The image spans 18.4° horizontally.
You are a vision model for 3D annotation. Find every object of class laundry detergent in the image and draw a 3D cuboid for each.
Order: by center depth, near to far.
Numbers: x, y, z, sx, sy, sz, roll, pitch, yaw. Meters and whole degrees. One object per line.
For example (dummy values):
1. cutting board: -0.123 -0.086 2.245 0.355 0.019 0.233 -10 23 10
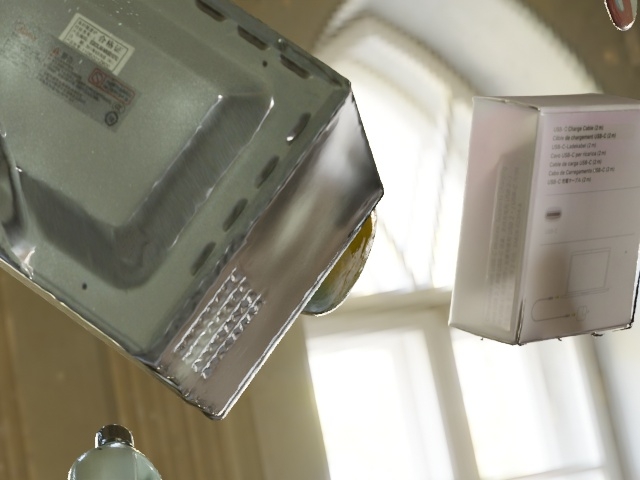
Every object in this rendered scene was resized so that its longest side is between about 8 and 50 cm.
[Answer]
1. laundry detergent: -0.198 0.260 1.934 0.099 0.225 0.070 8 -60 -12

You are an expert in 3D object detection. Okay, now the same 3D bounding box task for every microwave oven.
1. microwave oven: -0.200 -0.100 1.458 0.236 0.432 0.374 -54 -13 -7

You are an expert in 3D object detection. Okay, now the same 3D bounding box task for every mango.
1. mango: 0.000 0.000 1.955 0.130 0.092 0.194 -46 -26 -26

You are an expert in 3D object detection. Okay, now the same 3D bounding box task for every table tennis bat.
1. table tennis bat: 0.322 -0.275 2.089 0.019 0.098 0.155 -7 11 27

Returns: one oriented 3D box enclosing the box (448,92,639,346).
1. box: 0.246 -0.026 2.067 0.203 0.251 0.106 -6 17 -44
